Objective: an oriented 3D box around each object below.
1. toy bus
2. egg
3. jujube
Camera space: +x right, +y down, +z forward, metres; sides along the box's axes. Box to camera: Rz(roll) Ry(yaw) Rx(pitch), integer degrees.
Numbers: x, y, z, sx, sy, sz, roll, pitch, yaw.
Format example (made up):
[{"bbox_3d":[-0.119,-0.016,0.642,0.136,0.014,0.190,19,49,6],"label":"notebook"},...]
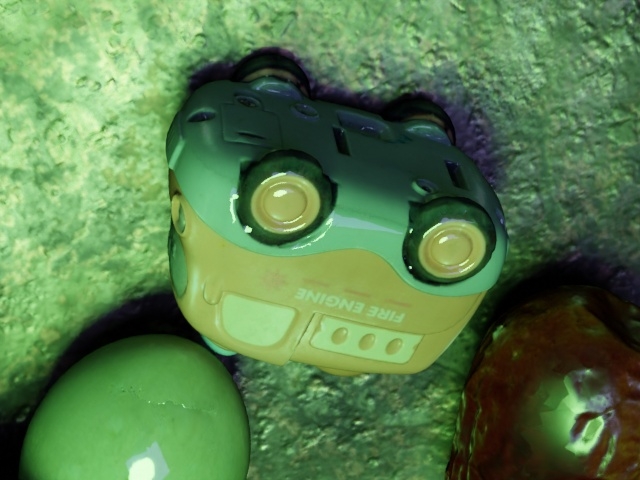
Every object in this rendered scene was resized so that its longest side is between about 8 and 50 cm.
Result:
[{"bbox_3d":[0.000,0.000,1.208,0.287,0.194,0.232,12,122,-15],"label":"toy bus"},{"bbox_3d":[-0.155,0.185,1.243,0.186,0.186,0.253,18,120,-16],"label":"egg"},{"bbox_3d":[0.206,0.162,1.313,0.190,0.190,0.255,20,126,-17],"label":"jujube"}]
